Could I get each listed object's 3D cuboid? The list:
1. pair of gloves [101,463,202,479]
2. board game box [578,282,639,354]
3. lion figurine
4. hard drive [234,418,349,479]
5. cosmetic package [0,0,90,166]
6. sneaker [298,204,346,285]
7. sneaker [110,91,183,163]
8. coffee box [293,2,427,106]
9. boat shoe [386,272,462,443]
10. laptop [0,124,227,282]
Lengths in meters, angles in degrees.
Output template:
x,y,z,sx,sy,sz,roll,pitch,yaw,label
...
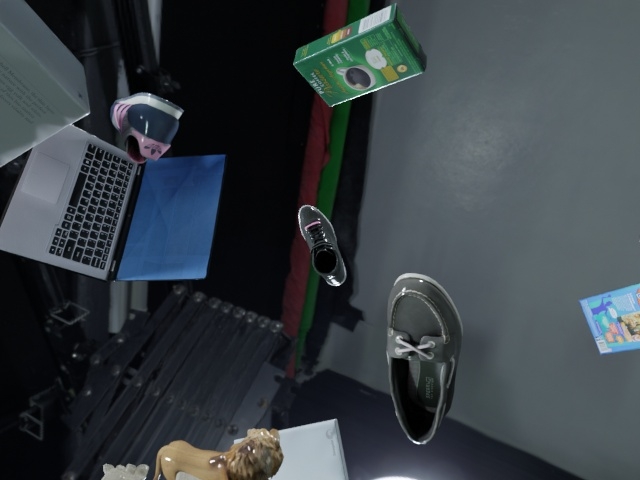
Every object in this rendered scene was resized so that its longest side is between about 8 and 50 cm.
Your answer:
x,y,z,sx,sy,sz,roll,pitch,yaw,label
-0.339,0.546,0.902,0.042,0.240,0.204,-59,23,5,pair of gloves
0.821,0.206,1.177,0.210,0.047,0.160,137,124,-59,board game box
-0.283,0.574,1.120,0.142,0.392,0.240,-86,-7,-62,lion figurine
-0.096,0.730,1.423,0.047,0.353,0.233,53,-157,-67,hard drive
-0.423,-0.194,0.473,0.225,0.138,0.224,-29,-38,2,cosmetic package
0.001,0.000,1.442,0.147,0.105,0.295,56,-169,-75,sneaker
-0.411,-0.238,0.986,0.112,0.319,0.131,19,-95,-34,sneaker
0.061,-0.288,0.708,0.113,0.184,0.040,35,-124,-45,coffee box
0.163,0.202,0.704,0.095,0.112,0.335,-60,-34,-45,boat shoe
-0.491,-0.113,1.104,0.408,0.236,0.382,27,-126,-40,laptop
